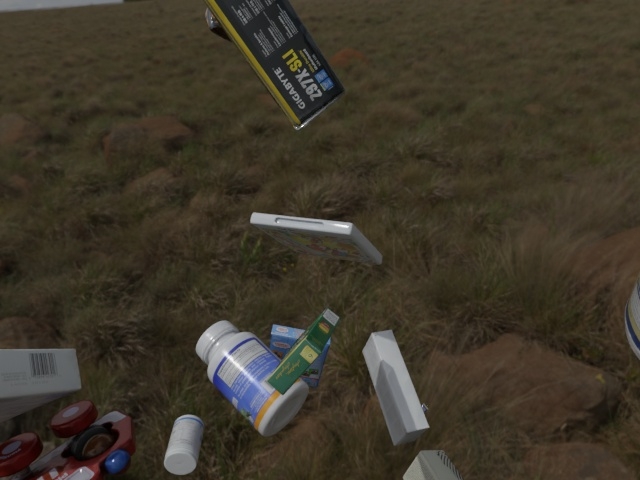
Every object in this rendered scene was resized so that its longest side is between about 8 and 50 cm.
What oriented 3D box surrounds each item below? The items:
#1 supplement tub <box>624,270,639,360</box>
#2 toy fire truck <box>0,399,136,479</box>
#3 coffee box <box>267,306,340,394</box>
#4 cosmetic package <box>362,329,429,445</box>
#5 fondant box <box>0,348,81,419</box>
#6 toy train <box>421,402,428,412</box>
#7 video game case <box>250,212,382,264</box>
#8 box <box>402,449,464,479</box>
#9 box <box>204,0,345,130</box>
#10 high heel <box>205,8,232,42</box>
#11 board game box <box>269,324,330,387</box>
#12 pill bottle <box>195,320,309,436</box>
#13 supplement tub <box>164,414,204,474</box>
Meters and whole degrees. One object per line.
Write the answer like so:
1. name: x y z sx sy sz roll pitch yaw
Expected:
1. supplement tub: 0.525 0.038 0.552 0.228 0.316 0.228 -9 44 9
2. toy fire truck: -0.531 0.490 0.992 0.253 0.170 0.302 1 21 42
3. coffee box: -0.026 0.198 0.862 0.040 0.113 0.184 41 17 3
4. cosmetic package: 0.172 0.341 1.090 0.060 0.099 0.239 -6 53 -16
5. fondant box: -0.702 0.315 0.926 0.330 0.238 0.096 -25 71 12
6. toy train: 0.294 0.593 1.529 0.158 0.036 0.027 -43 69 3
7. video game case: 0.000 0.000 0.937 0.206 0.026 0.227 7 -13 24
8. box: 0.333 0.678 1.172 0.094 0.113 0.275 16 22 -32
9. box: -0.106 -0.304 0.571 0.079 0.322 0.257 -35 22 7
10. high heel: -0.149 -0.428 1.048 0.093 0.261 0.186 -20 35 33
11. board game box: -0.068 0.328 1.298 0.160 0.212 0.039 11 41 -2
12. pill bottle: -0.172 0.318 1.110 0.272 0.152 0.152 35 46 26
13. supplement tub: -0.297 0.445 1.016 0.070 0.071 0.107 -7 26 -1
